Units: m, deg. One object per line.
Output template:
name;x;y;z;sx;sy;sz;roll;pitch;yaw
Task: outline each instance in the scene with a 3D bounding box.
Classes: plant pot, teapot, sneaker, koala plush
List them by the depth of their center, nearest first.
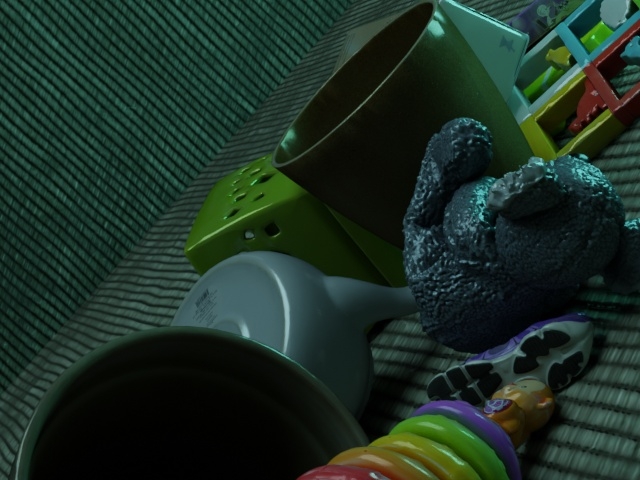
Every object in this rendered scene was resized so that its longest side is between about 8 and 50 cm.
plant pot;-0.136;0.278;1.403;0.323;0.323;0.280;-57;1;-39
sneaker;0.172;0.115;1.413;0.170;0.068;0.071;-28;6;30
koala plush;0.192;-0.003;1.427;0.221;0.196;0.203;-20;41;61
plant pot;0.119;-0.077;1.675;0.237;0.254;0.237;-42;14;13
teapot;-0.037;0.144;1.689;0.256;0.187;0.252;-1;72;49
plant pot;0.000;0.000;1.908;0.207;0.227;0.228;-34;16;18

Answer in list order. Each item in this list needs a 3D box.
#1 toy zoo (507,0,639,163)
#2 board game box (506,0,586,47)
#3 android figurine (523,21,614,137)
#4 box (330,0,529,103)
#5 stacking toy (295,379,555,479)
toy zoo;0.305;-0.189;1.778;0.293;0.030;0.192;-43;35;16
board game box;0.292;-0.288;2.097;0.347;0.056;0.208;-38;3;32
android figurine;0.280;-0.195;1.956;0.273;0.056;0.248;-36;16;38
box;0.114;-0.187;1.935;0.148;0.121;0.311;-70;17;-8
stacking toy;0.097;0.191;1.261;0.175;0.166;0.302;-16;17;48
